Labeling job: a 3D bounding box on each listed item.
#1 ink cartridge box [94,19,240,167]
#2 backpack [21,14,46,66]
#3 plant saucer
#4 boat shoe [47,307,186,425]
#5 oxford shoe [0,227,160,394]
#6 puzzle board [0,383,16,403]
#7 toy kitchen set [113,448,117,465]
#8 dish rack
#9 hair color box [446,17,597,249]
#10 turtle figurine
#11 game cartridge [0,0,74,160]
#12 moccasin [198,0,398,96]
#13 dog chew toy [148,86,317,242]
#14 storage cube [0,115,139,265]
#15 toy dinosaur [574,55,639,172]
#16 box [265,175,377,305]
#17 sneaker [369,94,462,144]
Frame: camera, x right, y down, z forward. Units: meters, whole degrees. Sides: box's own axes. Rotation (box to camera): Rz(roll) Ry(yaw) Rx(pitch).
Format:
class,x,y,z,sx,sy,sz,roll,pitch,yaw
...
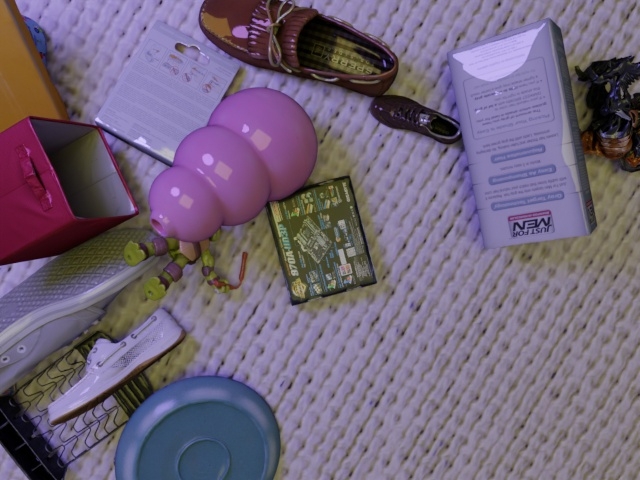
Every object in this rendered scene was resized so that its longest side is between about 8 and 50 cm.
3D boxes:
class,x,y,z,sx,sy,sz,roll,pitch,yaw
ink cartridge box,-0.288,-0.273,1.089,0.189,0.066,0.232,28,78,-3
backpack,-0.604,-0.353,1.036,0.173,0.117,0.158,4,94,-5
plant saucer,-0.225,0.419,1.080,0.317,0.043,0.318,-1,94,-18
boat shoe,-0.388,0.226,1.050,0.277,0.098,0.096,-36,85,-32
oxford shoe,-0.487,0.132,1.063,0.449,0.169,0.130,-36,131,-8
puzzle board,-0.666,0.320,1.118,0.128,0.011,0.097,0,92,-3
toy kitchen set,-0.355,0.413,1.108,0.075,0.083,0.068,14,51,-3
dish rack,-0.474,0.318,1.091,0.271,0.074,0.208,-36,95,-2
hair color box,0.371,-0.185,1.041,0.185,0.113,0.375,-10,93,33
turtle figurine,-0.254,0.000,1.040,0.087,0.217,0.270,-4,110,36
game cartridge,-0.614,-0.266,0.979,0.285,0.053,0.324,-8,136,-2
moccasin,-0.041,-0.363,1.036,0.379,0.147,0.139,24,92,0
dog chew toy,-0.154,-0.120,0.973,0.206,0.206,0.332,46,58,-3
storage cube,-0.471,-0.081,0.974,0.193,0.215,0.184,-25,90,13
toy dinosaur,0.567,-0.230,1.072,0.321,0.164,0.219,-14,109,-15
box,0.000,0.000,1.105,0.175,0.051,0.220,-15,93,-1
sneaker,0.189,-0.240,1.090,0.188,0.071,0.066,17,92,-3
